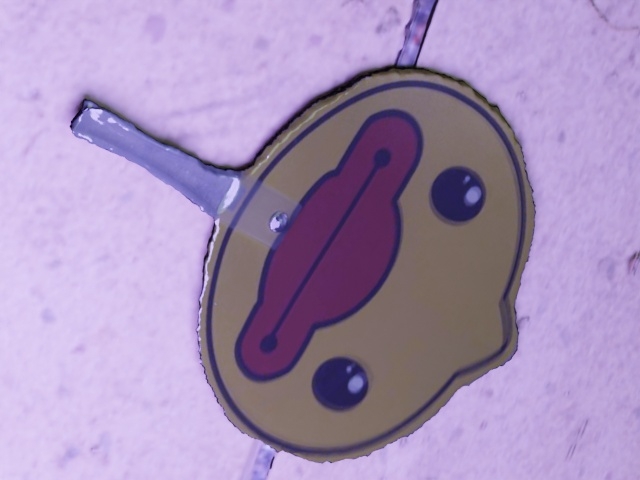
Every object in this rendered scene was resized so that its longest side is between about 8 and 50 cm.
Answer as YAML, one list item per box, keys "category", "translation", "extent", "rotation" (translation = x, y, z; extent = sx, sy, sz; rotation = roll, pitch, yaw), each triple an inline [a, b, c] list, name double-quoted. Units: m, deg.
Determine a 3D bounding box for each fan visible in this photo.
- category: "fan"
  translation: [-0.001, 0.000, 0.998]
  extent: [0.335, 0.011, 0.229]
  rotation: [29, 92, -39]
